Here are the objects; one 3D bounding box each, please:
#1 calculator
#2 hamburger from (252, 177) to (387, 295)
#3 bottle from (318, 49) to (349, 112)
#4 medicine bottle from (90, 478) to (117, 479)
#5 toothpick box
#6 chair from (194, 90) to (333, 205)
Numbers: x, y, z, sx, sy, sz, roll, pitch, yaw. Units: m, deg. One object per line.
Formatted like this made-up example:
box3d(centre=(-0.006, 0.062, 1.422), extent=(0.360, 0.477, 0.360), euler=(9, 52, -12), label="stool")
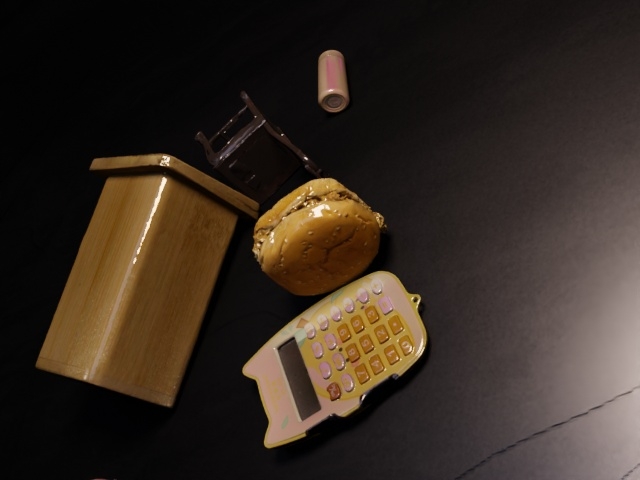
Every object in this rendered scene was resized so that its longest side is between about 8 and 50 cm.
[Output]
box3d(centre=(0.021, 0.134, 0.876), extent=(0.236, 0.033, 0.157), euler=(-36, 44, 13), label="calculator")
box3d(centre=(0.000, 0.000, 0.903), extent=(0.147, 0.138, 0.083), euler=(-34, 51, 15), label="hamburger")
box3d(centre=(0.017, -0.234, 1.113), extent=(0.045, 0.045, 0.096), euler=(-25, 48, 26), label="bottle")
box3d(centre=(-0.187, 0.346, 0.827), extent=(0.247, 0.147, 0.147), euler=(-3, 61, 40), label="medicine bottle")
box3d(centre=(-0.245, 0.056, 1.052), extent=(0.187, 0.190, 0.308), euler=(3, 70, 41), label="toothpick box")
box3d(centre=(-0.071, -0.102, 1.055), extent=(0.113, 0.106, 0.229), euler=(-44, 42, 7), label="chair")
